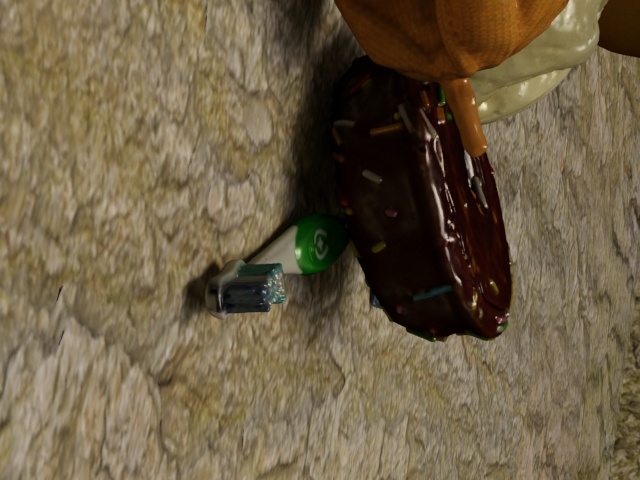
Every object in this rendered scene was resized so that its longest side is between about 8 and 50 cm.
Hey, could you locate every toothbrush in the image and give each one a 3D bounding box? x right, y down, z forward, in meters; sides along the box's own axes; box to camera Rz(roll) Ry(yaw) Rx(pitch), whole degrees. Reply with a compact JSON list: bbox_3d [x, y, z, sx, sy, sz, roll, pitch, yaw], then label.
[{"bbox_3d":[-0.005,0.000,1.296,0.418,0.040,0.042,-36,121,-74],"label":"toothbrush"}]

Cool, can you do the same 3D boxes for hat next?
[{"bbox_3d":[0.104,-0.170,1.213,0.233,0.244,0.233,-2,92,-31],"label":"hat"}]

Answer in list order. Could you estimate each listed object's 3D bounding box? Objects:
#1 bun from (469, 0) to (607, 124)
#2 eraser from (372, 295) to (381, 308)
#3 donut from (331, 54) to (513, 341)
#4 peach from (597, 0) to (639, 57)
[{"bbox_3d":[0.169,-0.225,1.580,0.259,0.160,0.259,6,90,-71],"label":"bun"},{"bbox_3d":[0.065,0.013,1.542,0.085,0.027,0.063,-49,144,-64],"label":"eraser"},{"bbox_3d":[0.073,-0.037,1.362,0.235,0.089,0.235,-14,90,-75],"label":"donut"},{"bbox_3d":[0.323,-0.345,1.837,0.332,0.308,0.308,54,35,-20],"label":"peach"}]
